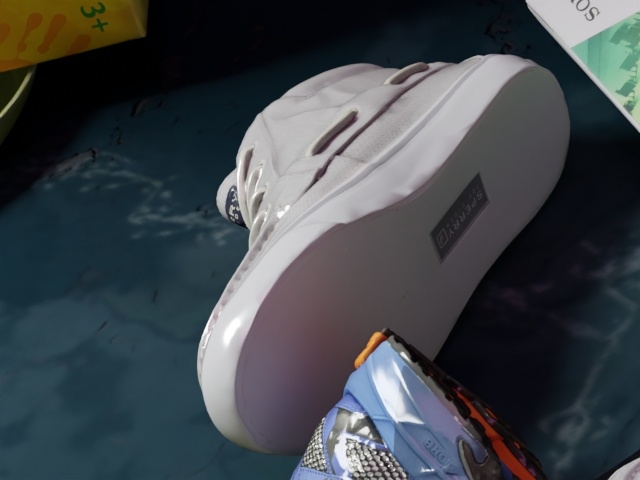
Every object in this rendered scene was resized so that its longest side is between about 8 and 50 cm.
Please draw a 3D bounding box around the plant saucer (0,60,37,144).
[{"bbox_3d":[-0.267,-0.064,1.077,0.241,0.037,0.241,-13,36,9],"label":"plant saucer"}]

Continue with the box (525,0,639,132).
[{"bbox_3d":[0.260,-0.153,0.831,0.322,0.058,0.232,-45,35,11],"label":"box"}]

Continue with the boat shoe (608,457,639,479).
[{"bbox_3d":[0.186,0.075,0.666,0.184,0.063,0.066,-6,38,17],"label":"boat shoe"}]

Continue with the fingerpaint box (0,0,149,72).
[{"bbox_3d":[-0.328,-0.276,0.972,0.371,0.445,0.163,-13,37,7],"label":"fingerpaint box"}]

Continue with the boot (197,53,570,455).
[{"bbox_3d":[0.000,0.000,0.841,0.123,0.095,0.258,5,33,38],"label":"boot"}]

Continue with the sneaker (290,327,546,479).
[{"bbox_3d":[0.059,0.127,0.655,0.087,0.083,0.221,-48,41,8],"label":"sneaker"}]
